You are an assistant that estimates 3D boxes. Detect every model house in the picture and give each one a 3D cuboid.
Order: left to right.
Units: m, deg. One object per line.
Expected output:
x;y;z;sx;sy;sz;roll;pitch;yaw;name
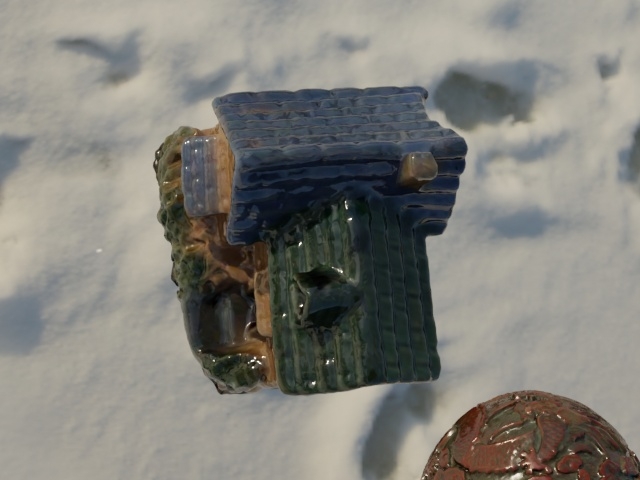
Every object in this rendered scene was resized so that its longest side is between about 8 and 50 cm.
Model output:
0.000;0.000;0.706;0.166;0.172;0.183;-4;84;-19;model house

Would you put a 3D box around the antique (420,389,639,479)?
0.089;0.111;0.486;0.104;0.104;0.104;10;76;-43;antique
